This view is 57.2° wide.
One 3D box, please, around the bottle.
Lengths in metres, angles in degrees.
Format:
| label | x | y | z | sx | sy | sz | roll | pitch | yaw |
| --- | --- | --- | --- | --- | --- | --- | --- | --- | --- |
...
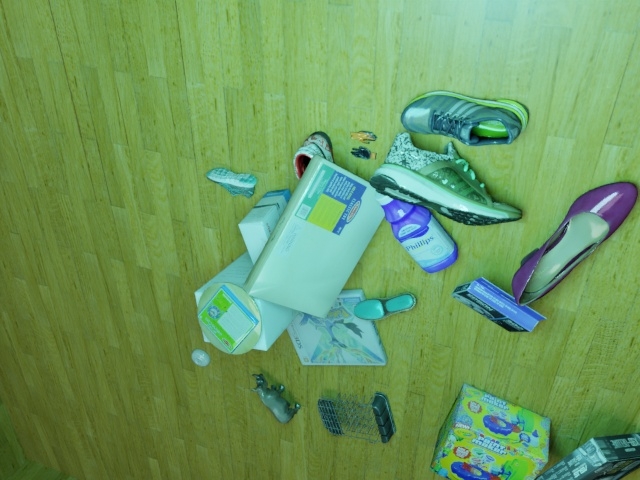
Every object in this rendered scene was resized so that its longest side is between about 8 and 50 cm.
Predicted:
| label | x | y | z | sx | sy | sz | roll | pitch | yaw |
| --- | --- | --- | --- | --- | --- | --- | --- | --- | --- |
| bottle | 0.257 | -0.035 | 1.596 | 0.118 | 0.092 | 0.283 | -28 | 117 | 30 |

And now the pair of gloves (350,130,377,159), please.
| label | x | y | z | sx | sy | sz | roll | pitch | yaw |
| --- | --- | --- | --- | --- | --- | --- | --- | --- | --- |
| pair of gloves | 0.118 | -0.258 | 1.591 | 0.074 | 0.010 | 0.083 | 10 | 128 | 17 |

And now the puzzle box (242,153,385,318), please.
| label | x | y | z | sx | sy | sz | roll | pitch | yaw |
| --- | --- | --- | --- | --- | --- | --- | --- | --- | --- |
| puzzle box | 0.000 | 0.000 | 1.585 | 0.272 | 0.052 | 0.409 | 23 | 101 | -35 |

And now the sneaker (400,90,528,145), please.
| label | x | y | z | sx | sy | sz | roll | pitch | yaw |
| --- | --- | --- | --- | --- | --- | --- | --- | --- | --- |
| sneaker | 0.335 | -0.285 | 1.400 | 0.300 | 0.121 | 0.111 | 6 | 124 | 21 |

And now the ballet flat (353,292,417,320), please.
| label | x | y | z | sx | sy | sz | roll | pitch | yaw |
| --- | --- | --- | --- | --- | --- | --- | --- | --- | --- |
| ballet flat | 0.206 | 0.208 | 1.823 | 0.206 | 0.067 | 0.073 | -12 | 79 | 26 |

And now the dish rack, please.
| label | x | y | z | sx | sy | sz | roll | pitch | yaw |
| --- | --- | --- | --- | --- | --- | --- | --- | --- | --- |
| dish rack | 0.126 | 0.646 | 2.160 | 0.271 | 0.074 | 0.208 | -1 | 120 | 27 |

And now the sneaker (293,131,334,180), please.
| label | x | y | z | sx | sy | sz | roll | pitch | yaw |
| --- | --- | --- | --- | --- | --- | --- | --- | --- | --- |
| sneaker | 0.008 | -0.153 | 1.625 | 0.090 | 0.145 | 0.270 | -8 | 118 | 29 |

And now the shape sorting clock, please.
| label | x | y | z | sx | sy | sz | roll | pitch | yaw |
| --- | --- | --- | --- | --- | --- | --- | --- | --- | --- |
| shape sorting clock | -0.249 | 0.213 | 1.608 | 0.206 | 0.040 | 0.206 | 4 | 101 | 22 |

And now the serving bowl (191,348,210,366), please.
| label | x | y | z | sx | sy | sz | roll | pitch | yaw |
| --- | --- | --- | --- | --- | --- | --- | --- | --- | --- |
| serving bowl | -0.483 | 0.475 | 2.352 | 0.083 | 0.027 | 0.083 | 12 | 125 | 17 |

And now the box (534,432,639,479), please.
| label | x | y | z | sx | sy | sz | roll | pitch | yaw |
| --- | --- | --- | --- | --- | --- | --- | --- | --- | --- |
| box | 0.825 | 0.689 | 1.776 | 0.242 | 0.076 | 0.307 | 5 | 135 | -27 |

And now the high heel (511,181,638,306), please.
| label | x | y | z | sx | sy | sz | roll | pitch | yaw |
| --- | --- | --- | --- | --- | --- | --- | --- | --- | --- |
| high heel | 0.621 | 0.021 | 1.434 | 0.127 | 0.181 | 0.377 | 34 | 129 | 1 |

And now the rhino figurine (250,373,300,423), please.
| label | x | y | z | sx | sy | sz | roll | pitch | yaw |
| --- | --- | --- | --- | --- | --- | --- | --- | --- | --- |
| rhino figurine | -0.182 | 0.598 | 2.244 | 0.073 | 0.106 | 0.243 | -30 | 106 | 36 |

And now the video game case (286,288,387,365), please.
| label | x | y | z | sx | sy | sz | roll | pitch | yaw |
| --- | --- | --- | --- | --- | --- | --- | --- | --- | --- |
| video game case | 0.034 | 0.302 | 1.990 | 0.329 | 0.036 | 0.300 | -7 | 119 | 28 |

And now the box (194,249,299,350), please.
| label | x | y | z | sx | sy | sz | roll | pitch | yaw |
| --- | --- | --- | --- | --- | --- | --- | --- | --- | --- |
| box | -0.188 | 0.164 | 1.788 | 0.215 | 0.345 | 0.168 | 4 | 113 | 23 |

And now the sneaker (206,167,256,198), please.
| label | x | y | z | sx | sy | sz | roll | pitch | yaw |
| --- | --- | --- | --- | --- | --- | --- | --- | --- | --- |
| sneaker | -0.275 | -0.171 | 1.801 | 0.166 | 0.065 | 0.076 | 17 | 131 | 16 |

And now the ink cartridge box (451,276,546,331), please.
| label | x | y | z | sx | sy | sz | roll | pitch | yaw |
| --- | --- | --- | --- | --- | --- | --- | --- | --- | --- |
| ink cartridge box | 0.485 | 0.182 | 1.621 | 0.206 | 0.045 | 0.208 | 33 | 168 | 2 |

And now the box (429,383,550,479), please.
| label | x | y | z | sx | sy | sz | roll | pitch | yaw |
| --- | --- | --- | --- | --- | --- | --- | --- | --- | --- |
| box | 0.546 | 0.664 | 1.908 | 0.290 | 0.177 | 0.279 | 21 | 127 | 11 |

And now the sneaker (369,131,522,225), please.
| label | x | y | z | sx | sy | sz | roll | pitch | yaw |
| --- | --- | --- | --- | --- | --- | --- | --- | --- | --- |
| sneaker | 0.337 | -0.156 | 1.471 | 0.410 | 0.182 | 0.158 | 19 | 174 | -13 |

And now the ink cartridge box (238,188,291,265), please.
| label | x | y | z | sx | sy | sz | roll | pitch | yaw |
| --- | --- | --- | --- | --- | --- | --- | --- | --- | --- |
| ink cartridge box | -0.143 | -0.039 | 1.735 | 0.086 | 0.203 | 0.148 | -3 | 120 | 26 |
